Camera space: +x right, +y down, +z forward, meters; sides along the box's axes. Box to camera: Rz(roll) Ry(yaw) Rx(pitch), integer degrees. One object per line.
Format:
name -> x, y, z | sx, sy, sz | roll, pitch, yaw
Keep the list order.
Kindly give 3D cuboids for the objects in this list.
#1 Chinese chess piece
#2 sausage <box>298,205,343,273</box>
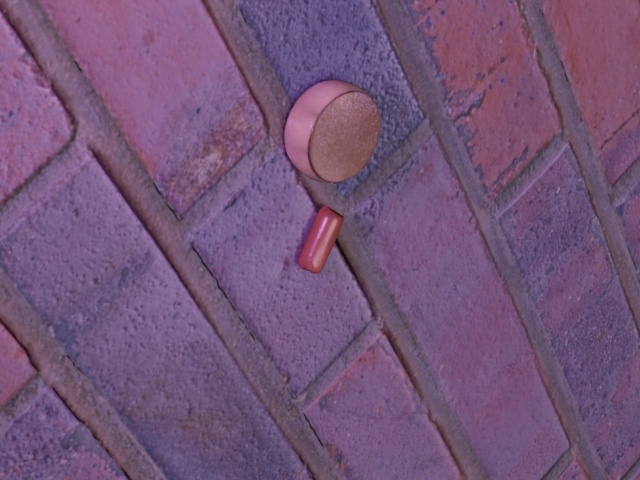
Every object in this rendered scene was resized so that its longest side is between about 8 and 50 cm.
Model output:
Chinese chess piece -> 0.014, -0.128, 1.934 | 0.122, 0.051, 0.122 | -22, 124, -36
sausage -> 0.000, 0.000, 2.003 | 0.034, 0.034, 0.083 | 14, 102, -47
